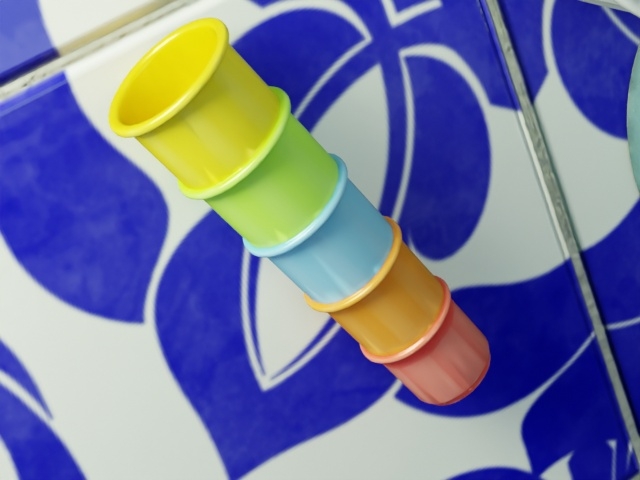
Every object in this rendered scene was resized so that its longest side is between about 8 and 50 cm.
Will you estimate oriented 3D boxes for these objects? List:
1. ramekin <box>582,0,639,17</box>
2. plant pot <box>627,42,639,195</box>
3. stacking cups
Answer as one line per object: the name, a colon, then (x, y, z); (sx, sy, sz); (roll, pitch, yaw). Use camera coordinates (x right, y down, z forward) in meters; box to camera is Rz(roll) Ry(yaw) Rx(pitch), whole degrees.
ramekin: (0.230, -0.281, 1.139); (0.277, 0.135, 0.277); (-6, 103, -27)
plant pot: (0.398, -0.092, 1.238); (0.290, 0.195, 0.290); (-6, 104, -27)
stacking cups: (0.000, 0.000, 1.094); (0.096, 0.096, 0.316); (-49, 119, -11)
